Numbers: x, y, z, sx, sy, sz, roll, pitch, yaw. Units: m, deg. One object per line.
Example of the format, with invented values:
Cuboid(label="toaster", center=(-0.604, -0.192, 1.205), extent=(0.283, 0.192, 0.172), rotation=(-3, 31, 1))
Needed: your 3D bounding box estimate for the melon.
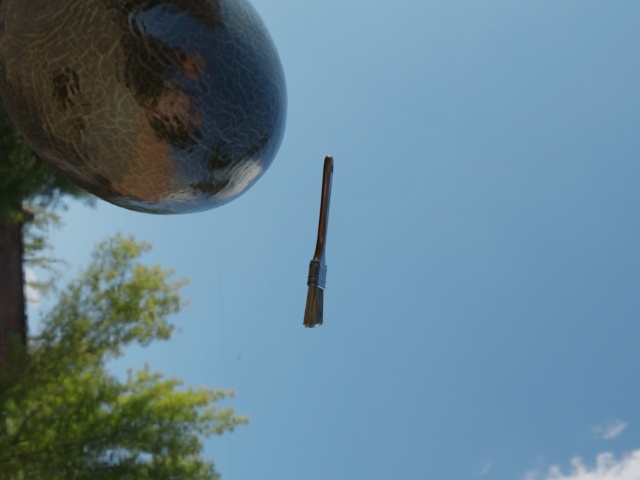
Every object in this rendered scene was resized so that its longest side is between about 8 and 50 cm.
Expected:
Cuboid(label="melon", center=(-0.153, -0.144, 0.761), extent=(0.238, 0.302, 0.237), rotation=(-9, -113, 23))

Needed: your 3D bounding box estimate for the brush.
Cuboid(label="brush", center=(0.000, 0.000, 0.786), extent=(0.043, 0.014, 0.169), rotation=(38, 56, -76))
